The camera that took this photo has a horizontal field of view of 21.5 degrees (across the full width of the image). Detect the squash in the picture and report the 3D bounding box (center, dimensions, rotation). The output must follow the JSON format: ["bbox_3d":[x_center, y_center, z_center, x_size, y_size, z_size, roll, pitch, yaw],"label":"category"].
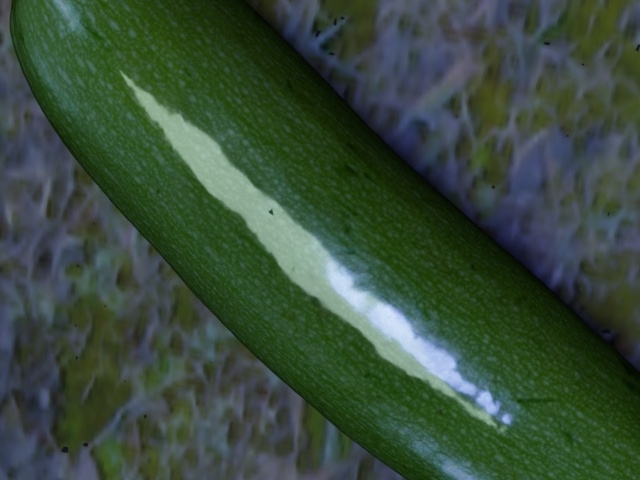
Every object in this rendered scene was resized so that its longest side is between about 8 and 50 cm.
[{"bbox_3d":[0.000,0.000,0.703,0.395,0.107,0.107,43,111,-4],"label":"squash"}]
